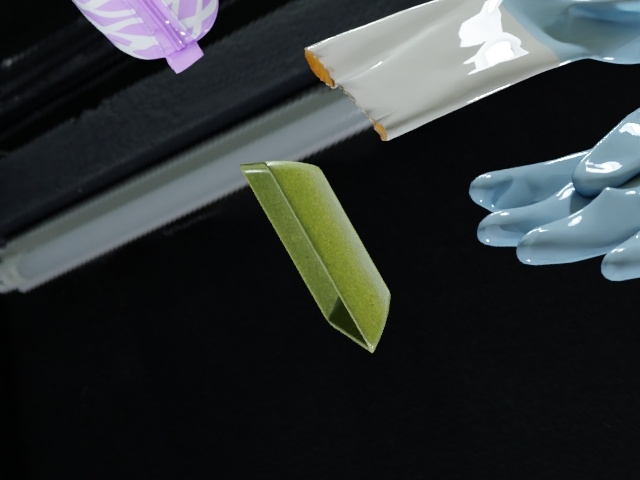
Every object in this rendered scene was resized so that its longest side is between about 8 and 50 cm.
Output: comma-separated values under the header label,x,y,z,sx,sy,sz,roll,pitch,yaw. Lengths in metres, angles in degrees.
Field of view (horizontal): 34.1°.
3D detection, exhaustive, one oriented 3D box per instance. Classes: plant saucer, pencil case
label,x,y,z,sx,sy,sz,roll,pitch,yaw
plant saucer,0.000,0.000,0.968,0.045,0.188,0.188,-30,-81,-8
pencil case,-0.121,-0.174,0.570,0.086,0.206,0.088,-37,-110,3

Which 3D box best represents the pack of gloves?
label,x,y,z,sx,sy,sz,roll,pitch,yaw
pack of gloves,0.138,-0.061,0.446,0.232,0.046,0.195,-23,-136,-13
